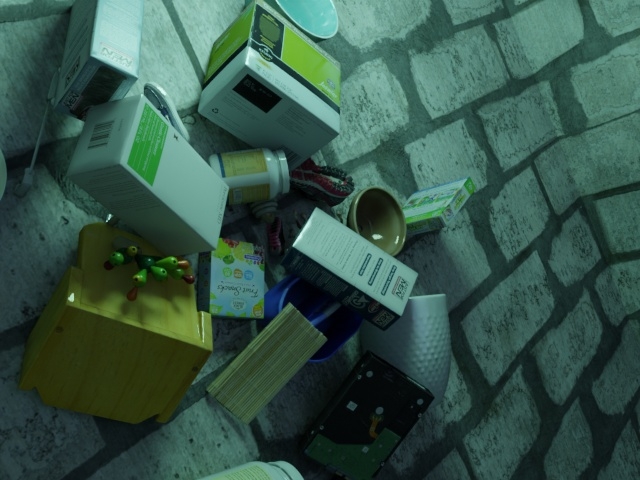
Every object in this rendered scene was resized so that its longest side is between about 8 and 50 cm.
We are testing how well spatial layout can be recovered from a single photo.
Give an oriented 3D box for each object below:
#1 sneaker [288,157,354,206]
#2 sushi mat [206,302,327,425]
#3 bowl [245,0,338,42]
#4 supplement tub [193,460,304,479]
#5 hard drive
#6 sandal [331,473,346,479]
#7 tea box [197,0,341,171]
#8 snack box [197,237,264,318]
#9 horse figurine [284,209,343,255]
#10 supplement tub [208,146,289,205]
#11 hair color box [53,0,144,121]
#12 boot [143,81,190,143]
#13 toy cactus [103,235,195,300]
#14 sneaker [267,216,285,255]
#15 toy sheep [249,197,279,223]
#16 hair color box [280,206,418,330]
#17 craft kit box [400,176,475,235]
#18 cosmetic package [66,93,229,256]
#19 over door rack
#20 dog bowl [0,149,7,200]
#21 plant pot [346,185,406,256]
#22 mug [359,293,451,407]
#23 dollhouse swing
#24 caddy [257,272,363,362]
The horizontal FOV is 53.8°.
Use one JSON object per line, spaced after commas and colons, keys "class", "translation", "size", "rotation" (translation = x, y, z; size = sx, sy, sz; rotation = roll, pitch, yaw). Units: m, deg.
{"class": "sneaker", "translation": [-0.047, -0.181, 1.912], "size": [0.299, 0.112, 0.121], "rotation": [23, 48, -21]}
{"class": "sushi mat", "translation": [-0.137, 0.323, 1.638], "size": [0.316, 0.019, 0.151], "rotation": [-46, 110, -3]}
{"class": "bowl", "translation": [-0.110, -0.709, 1.927], "size": [0.311, 0.163, 0.311], "rotation": [27, 49, -37]}
{"class": "supplement tub", "translation": [-0.202, 0.655, 1.465], "size": [0.325, 0.235, 0.235], "rotation": [-2, 81, -41]}
{"class": "hard drive", "translation": [0.127, 0.504, 1.764], "size": [0.237, 0.064, 0.339], "rotation": [34, 94, -15]}
{"class": "sandal", "translation": [0.060, 0.700, 1.824], "size": [0.179, 0.040, 0.067], "rotation": [-24, 101, -57]}
{"class": "tea box", "translation": [-0.130, -0.434, 1.770], "size": [0.329, 0.220, 0.323], "rotation": [32, 44, -30]}
{"class": "snack box", "translation": [-0.237, 0.106, 1.689], "size": [0.174, 0.070, 0.207], "rotation": [10, 74, -40]}
{"class": "horse figurine", "translation": [0.000, 0.000, 1.929], "size": [0.263, 0.066, 0.174], "rotation": [4, 71, -38]}
{"class": "supplement tub", "translation": [-0.194, -0.174, 1.703], "size": [0.200, 0.144, 0.144], "rotation": [-9, 84, -13]}
{"class": "hair color box", "translation": [-0.503, -0.465, 1.452], "size": [0.113, 0.185, 0.374], "rotation": [22, 46, -36]}
{"class": "boot", "translation": [-0.419, -0.315, 1.637], "size": [0.086, 0.069, 0.190], "rotation": [-45, 110, -42]}
{"class": "toy cactus", "translation": [-0.399, 0.052, 1.399], "size": [0.219, 0.180, 0.112], "rotation": [4, 112, -54]}
{"class": "sneaker", "translation": [-0.123, -0.009, 1.844], "size": [0.057, 0.047, 0.119], "rotation": [22, 66, -57]}
{"class": "toy sheep", "translation": [-0.164, -0.109, 1.802], "size": [0.091, 0.091, 0.132], "rotation": [-12, 73, -42]}
{"class": "hair color box", "translation": [0.081, 0.079, 1.738], "size": [0.347, 0.105, 0.174], "rotation": [33, 49, -3]}
{"class": "craft kit box", "translation": [0.373, -0.110, 2.160], "size": [0.246, 0.250, 0.061], "rotation": [-43, 109, -39]}
{"class": "cosmetic package", "translation": [-0.376, -0.133, 1.440], "size": [0.365, 0.155, 0.197], "rotation": [48, 41, -52]}
{"class": "over door rack", "translation": [-0.540, -0.224, 1.483], "size": [0.239, 0.108, 0.324], "rotation": [22, 65, -35]}
{"class": "dog bowl", "translation": [-0.776, -0.132, 1.253], "size": [0.265, 0.104, 0.265], "rotation": [12, 71, -38]}
{"class": "plant pot", "translation": [0.161, -0.048, 2.051], "size": [0.237, 0.110, 0.237], "rotation": [12, 71, -38]}
{"class": "mug", "translation": [0.282, 0.343, 1.976], "size": [0.374, 0.276, 0.328], "rotation": [9, 75, -69]}
{"class": "dollhouse swing", "translation": [-0.473, 0.187, 1.469], "size": [0.347, 0.305, 0.315], "rotation": [25, 105, -35]}
{"class": "caddy", "translation": [-0.012, 0.197, 1.790], "size": [0.341, 0.179, 0.241], "rotation": [-38, 105, -41]}
